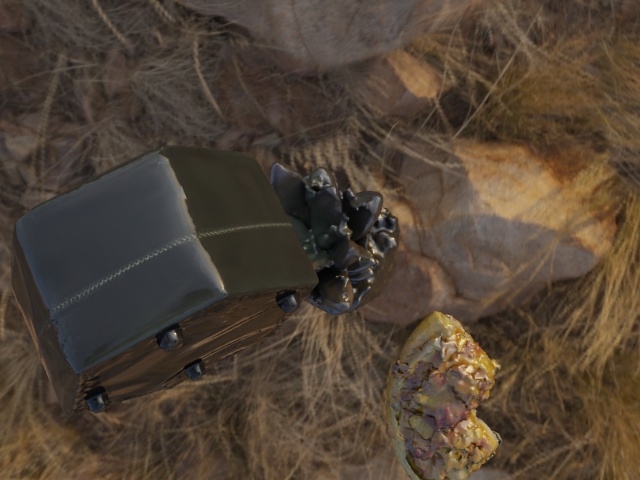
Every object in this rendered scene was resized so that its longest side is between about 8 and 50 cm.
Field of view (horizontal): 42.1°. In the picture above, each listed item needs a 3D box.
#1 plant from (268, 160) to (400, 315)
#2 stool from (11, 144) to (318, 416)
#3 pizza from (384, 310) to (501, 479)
[{"bbox_3d":[0.000,0.000,1.131,0.194,0.320,0.182,25,85,15],"label":"plant"},{"bbox_3d":[-0.125,0.034,0.666,0.232,0.232,0.141,-36,73,25],"label":"stool"},{"bbox_3d":[0.169,0.236,1.148,0.161,0.085,0.305,1,112,13],"label":"pizza"}]
